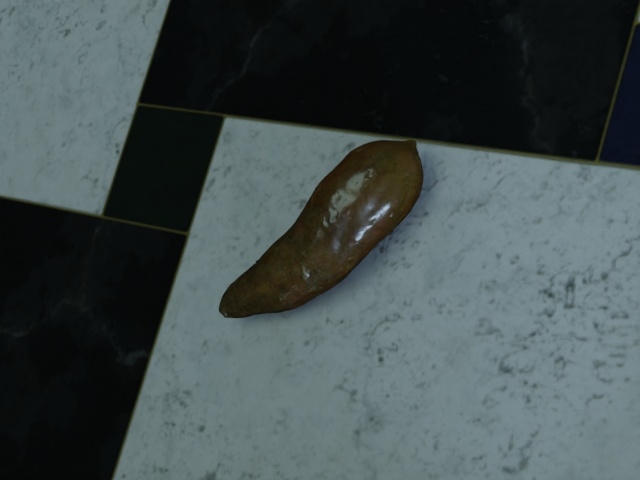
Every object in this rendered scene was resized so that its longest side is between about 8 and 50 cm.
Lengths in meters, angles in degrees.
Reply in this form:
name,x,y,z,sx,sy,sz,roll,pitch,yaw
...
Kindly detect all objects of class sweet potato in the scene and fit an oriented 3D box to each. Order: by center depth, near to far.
name,x,y,z,sx,sy,sz,roll,pitch,yaw
sweet potato,-0.001,0.001,1.649,0.292,0.097,0.097,-43,54,18
